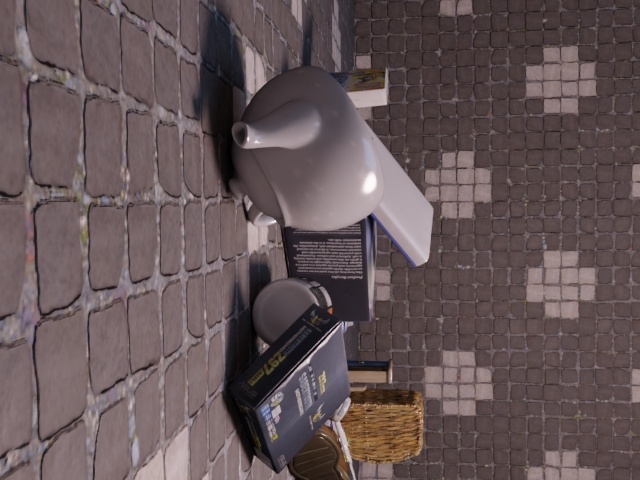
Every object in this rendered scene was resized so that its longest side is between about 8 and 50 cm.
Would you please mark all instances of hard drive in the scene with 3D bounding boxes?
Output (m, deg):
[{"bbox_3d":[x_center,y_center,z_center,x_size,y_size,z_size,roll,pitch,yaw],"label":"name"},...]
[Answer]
[{"bbox_3d":[0.117,-0.121,1.474,0.318,0.040,0.210,49,30,-21],"label":"hard drive"}]

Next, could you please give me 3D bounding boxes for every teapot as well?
[{"bbox_3d":[-0.041,-0.108,1.033,0.252,0.187,0.255,47,-17,59],"label":"teapot"}]

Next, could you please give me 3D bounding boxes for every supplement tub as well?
[{"bbox_3d":[-0.042,0.119,1.234,0.190,0.117,0.116,21,68,-83],"label":"supplement tub"}]

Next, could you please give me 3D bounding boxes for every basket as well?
[{"bbox_3d":[0.206,0.637,2.517,0.223,0.300,0.213,-17,106,-83],"label":"basket"}]

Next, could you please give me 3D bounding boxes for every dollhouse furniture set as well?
[{"bbox_3d":[0.119,0.287,2.257,0.286,0.198,0.303,-22,110,-83],"label":"dollhouse furniture set"}]

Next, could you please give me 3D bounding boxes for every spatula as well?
[{"bbox_3d":[0.044,0.453,1.732,0.168,0.019,0.241,-103,177,-69],"label":"spatula"}]

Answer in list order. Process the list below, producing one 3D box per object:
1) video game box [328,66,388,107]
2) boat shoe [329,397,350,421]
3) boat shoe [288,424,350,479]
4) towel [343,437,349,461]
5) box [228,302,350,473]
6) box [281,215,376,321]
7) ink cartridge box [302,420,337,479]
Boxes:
[{"bbox_3d":[0.062,-0.372,1.798,0.187,0.205,0.048,-81,164,-59],"label":"video game box"},{"bbox_3d":[-0.008,0.345,1.592,0.079,0.081,0.227,-59,-169,-19],"label":"boat shoe"},{"bbox_3d":[-0.010,0.449,1.565,0.307,0.111,0.104,77,0,-49],"label":"boat shoe"},{"bbox_3d":[0.032,0.601,1.956,0.237,0.021,0.102,116,-12,-60],"label":"towel"},{"bbox_3d":[-0.038,0.229,1.110,0.183,0.059,0.232,-44,149,-27],"label":"box"},{"bbox_3d":[0.031,-0.024,1.608,0.296,0.183,0.293,-81,170,-50],"label":"box"},{"bbox_3d":[-0.001,0.570,1.776,0.175,0.069,0.370,81,13,-49],"label":"ink cartridge box"}]
